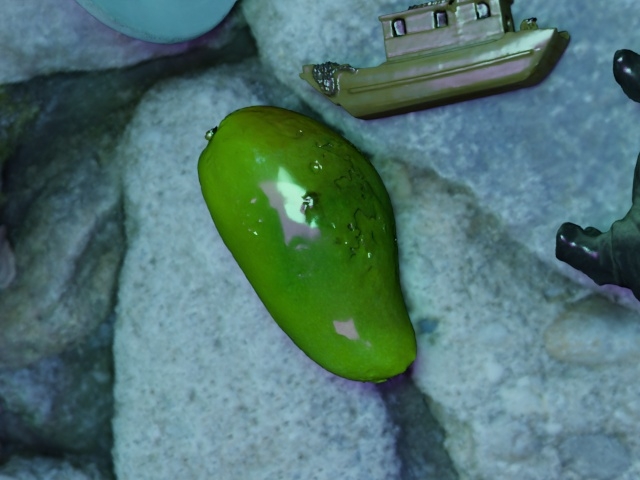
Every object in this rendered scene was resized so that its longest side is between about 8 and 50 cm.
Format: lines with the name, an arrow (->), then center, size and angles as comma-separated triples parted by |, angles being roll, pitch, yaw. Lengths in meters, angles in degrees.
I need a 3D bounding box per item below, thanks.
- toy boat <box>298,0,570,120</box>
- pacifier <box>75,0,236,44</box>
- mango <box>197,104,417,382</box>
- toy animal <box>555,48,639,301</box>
toy boat -> 0.083, -0.140, 1.454 | 0.201, 0.057, 0.077 | -11, 86, 18
pacifier -> -0.185, -0.266, 1.465 | 0.226, 0.238, 0.287 | -23, 89, 46
mango -> 0.000, 0.000, 1.462 | 0.125, 0.111, 0.233 | -37, 85, 21
toy animal -> 0.293, -0.102, 1.360 | 0.168, 0.106, 0.343 | 37, 106, 20
